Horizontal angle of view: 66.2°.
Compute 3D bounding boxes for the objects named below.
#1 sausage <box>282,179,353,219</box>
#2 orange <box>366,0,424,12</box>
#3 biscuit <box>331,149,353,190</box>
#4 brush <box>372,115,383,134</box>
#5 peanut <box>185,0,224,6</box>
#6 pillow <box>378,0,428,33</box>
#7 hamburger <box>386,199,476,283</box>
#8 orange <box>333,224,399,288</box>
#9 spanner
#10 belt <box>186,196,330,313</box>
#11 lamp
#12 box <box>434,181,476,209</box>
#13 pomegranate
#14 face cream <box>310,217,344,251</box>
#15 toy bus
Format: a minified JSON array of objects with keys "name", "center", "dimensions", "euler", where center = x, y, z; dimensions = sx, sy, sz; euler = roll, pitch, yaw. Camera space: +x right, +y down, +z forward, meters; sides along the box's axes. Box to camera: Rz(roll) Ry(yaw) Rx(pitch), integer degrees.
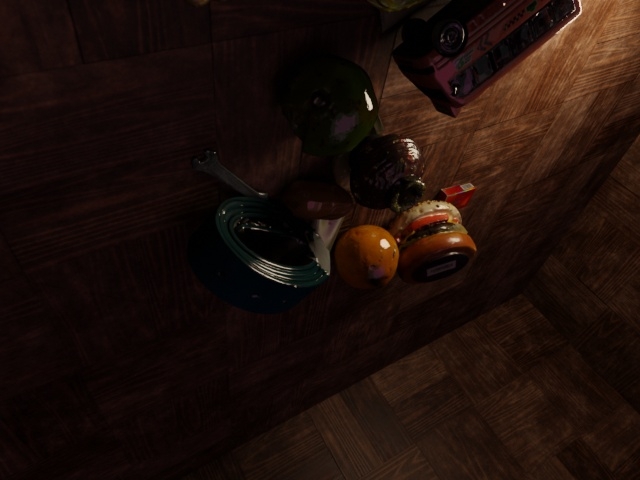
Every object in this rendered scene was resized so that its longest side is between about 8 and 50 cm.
[{"name":"sausage","center":[-0.003,-0.121,1.479],"dimensions":[0.241,0.136,0.120],"euler":[-5,124,-48]},{"name":"orange","center":[0.121,-0.574,0.972],"dimensions":[0.237,0.158,0.179],"euler":[6,128,-49]},{"name":"biscuit","center":[0.119,-0.244,1.524],"dimensions":[0.188,0.040,0.265],"euler":[-30,148,-7]},{"name":"brush","center":[0.149,-0.362,1.415],"dimensions":[0.034,0.028,0.190],"euler":[-36,156,6]},{"name":"peanut","center":[-0.203,-0.462,0.904],"dimensions":[0.113,0.054,0.054],"euler":[-28,148,-21]},{"name":"pillow","center":[0.224,-0.605,1.142],"dimensions":[0.229,0.050,0.148],"euler":[-33,144,-2]},{"name":"hamburger","center":[0.424,0.008,1.934],"dimensions":[0.329,0.250,0.330],"euler":[-12,153,-6]},{"name":"orange","center":[0.171,0.063,1.794],"dimensions":[0.246,0.246,0.246],"euler":[-25,147,-18]},{"name":"spanner","center":[-0.234,-0.156,1.311],"dimensions":[0.071,0.017,0.302],"euler":[-40,148,7]},{"name":"belt","center":[-0.153,0.043,1.363],"dimensions":[0.436,0.300,0.173],"euler":[6,141,-48]},{"name":"lamp","center":[0.194,-0.191,1.419],"dimensions":[0.246,0.247,0.247],"euler":[-25,147,-18]},{"name":"box","center":[0.555,-0.175,2.036],"dimensions":[0.175,0.048,0.112],"euler":[-17,144,-29]},{"name":"pomegranate","center":[0.024,-0.312,1.198],"dimensions":[0.236,0.236,0.302],"euler":[-38,172,2]},{"name":"face cream","center":[0.000,0.000,1.702],"dimensions":[0.137,0.084,0.342],"euler":[-2,128,-30]},{"name":"toy bus","center":[0.407,-0.521,1.219],"dimensions":[0.426,0.203,0.233],"euler":[-38,120,2]}]
